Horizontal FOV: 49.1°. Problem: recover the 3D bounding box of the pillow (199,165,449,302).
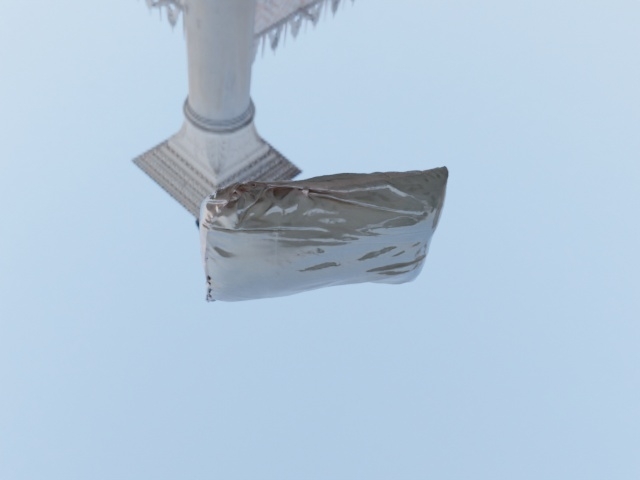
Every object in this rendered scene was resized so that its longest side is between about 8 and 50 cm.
[{"bbox_3d":[0.000,0.000,0.767,0.270,0.173,0.067,-4,-139,-3],"label":"pillow"}]
